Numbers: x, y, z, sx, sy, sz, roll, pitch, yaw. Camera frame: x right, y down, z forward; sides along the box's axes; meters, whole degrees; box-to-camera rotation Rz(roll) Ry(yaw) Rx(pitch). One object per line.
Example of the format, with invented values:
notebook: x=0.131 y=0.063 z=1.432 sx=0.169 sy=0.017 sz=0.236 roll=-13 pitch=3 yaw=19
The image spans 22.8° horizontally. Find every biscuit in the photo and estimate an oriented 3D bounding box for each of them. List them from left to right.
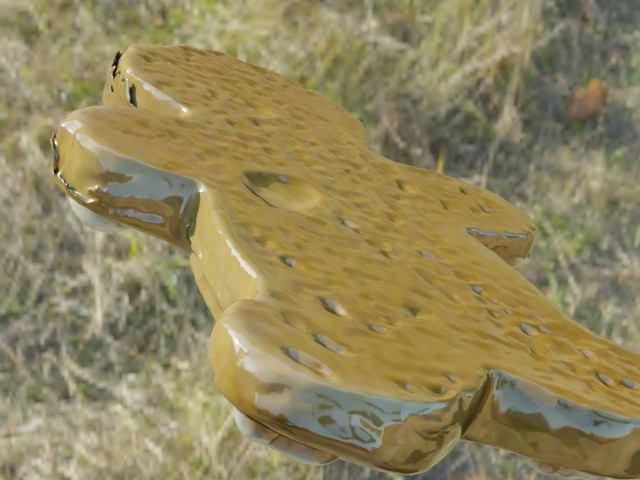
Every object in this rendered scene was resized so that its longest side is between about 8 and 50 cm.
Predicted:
biscuit: x=0.000 y=0.000 z=0.632 sx=0.216 sy=0.047 sz=0.340 roll=10 pitch=22 yaw=-33
